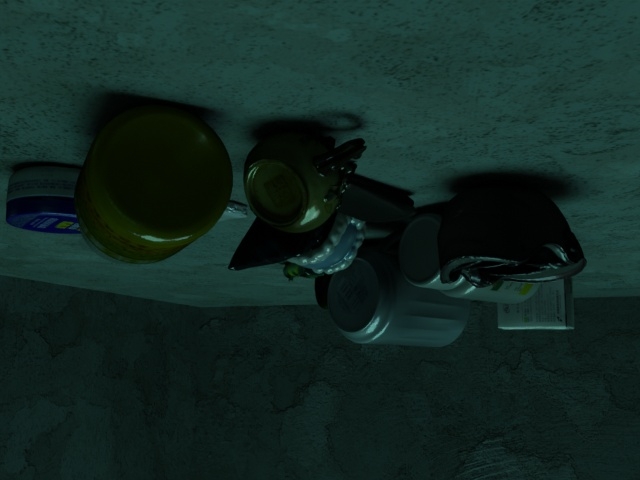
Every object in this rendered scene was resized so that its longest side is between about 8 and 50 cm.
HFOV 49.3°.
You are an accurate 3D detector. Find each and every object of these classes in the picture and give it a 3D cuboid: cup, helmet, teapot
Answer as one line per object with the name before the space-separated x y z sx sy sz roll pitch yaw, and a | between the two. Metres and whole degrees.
cup | 0.207 0.116 1.838 0.326 0.323 0.236 11 173 -39
helmet | 0.392 -0.014 1.479 0.338 0.197 0.271 3 163 -33
teapot | -0.024 -0.114 1.194 0.269 0.173 0.182 -27 -173 35

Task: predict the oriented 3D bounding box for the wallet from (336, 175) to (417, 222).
wallet | 0.077 -0.092 1.521 0.245 0.052 0.168 18 161 -42

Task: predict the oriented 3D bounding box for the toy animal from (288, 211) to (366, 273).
toy animal | 0.000 0.000 1.721 0.208 0.156 0.204 0 166 27

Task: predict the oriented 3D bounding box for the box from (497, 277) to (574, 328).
box | 0.607 0.122 1.980 0.194 0.261 0.111 -4 172 32

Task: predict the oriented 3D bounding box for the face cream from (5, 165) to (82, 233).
face cream | -0.552 -0.085 1.476 0.205 0.111 0.206 1 170 0

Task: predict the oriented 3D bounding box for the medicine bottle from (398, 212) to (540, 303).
medicine bottle | 0.375 0.042 1.732 0.339 0.208 0.208 10 166 -35

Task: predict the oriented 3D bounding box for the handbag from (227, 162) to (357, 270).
handbag | -0.051 -0.047 1.339 0.211 0.254 0.089 -10 128 47

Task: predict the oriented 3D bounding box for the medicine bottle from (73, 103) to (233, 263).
medicine bottle | -0.307 -0.074 1.209 0.224 0.225 0.384 6 169 -23

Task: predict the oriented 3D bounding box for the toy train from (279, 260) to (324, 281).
toy train | -0.061 0.054 2.059 0.083 0.132 0.200 8 165 -25

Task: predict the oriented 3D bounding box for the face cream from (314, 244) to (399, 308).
face cream | 0.181 0.125 2.158 0.356 0.220 0.312 9 169 -19

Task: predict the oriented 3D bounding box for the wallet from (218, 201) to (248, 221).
wallet | -0.266 -0.068 1.727 0.190 0.033 0.095 -7 167 42
